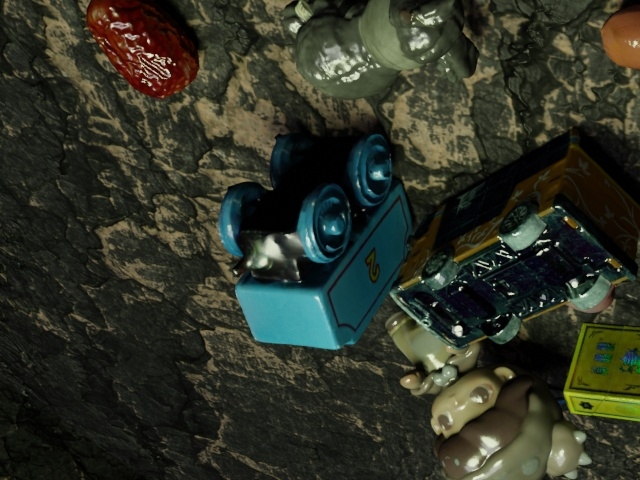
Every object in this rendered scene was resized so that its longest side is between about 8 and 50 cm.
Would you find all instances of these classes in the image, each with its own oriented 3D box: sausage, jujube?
[{"bbox_3d":[0.400,-0.222,0.997,0.194,0.077,0.077,1,137,32],"label":"sausage"},{"bbox_3d":[-0.254,-0.282,1.321,0.112,0.109,0.176,-37,112,15],"label":"jujube"}]

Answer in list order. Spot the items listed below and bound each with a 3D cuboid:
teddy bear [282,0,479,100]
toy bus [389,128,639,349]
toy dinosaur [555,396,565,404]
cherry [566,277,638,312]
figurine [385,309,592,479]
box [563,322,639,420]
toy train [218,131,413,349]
[{"bbox_3d":[0.098,-0.253,1.115,0.251,0.144,0.171,-8,152,40],"label":"teddy bear"},{"bbox_3d":[0.263,0.008,1.266,0.162,0.194,0.323,39,140,-16],"label":"toy bus"},{"bbox_3d":[0.325,0.308,1.690,0.144,0.076,0.329,10,152,-30],"label":"toy dinosaur"},{"bbox_3d":[0.377,0.057,1.341,0.126,0.087,0.106,-7,128,35],"label":"cherry"},{"bbox_3d":[0.245,0.257,1.513,0.248,0.203,0.380,-41,71,19],"label":"figurine"},{"bbox_3d":[0.490,0.200,1.397,0.220,0.141,0.064,3,138,30],"label":"box"},{"bbox_3d":[0.000,0.000,1.337,0.188,0.300,0.265,3,127,31],"label":"toy train"}]
